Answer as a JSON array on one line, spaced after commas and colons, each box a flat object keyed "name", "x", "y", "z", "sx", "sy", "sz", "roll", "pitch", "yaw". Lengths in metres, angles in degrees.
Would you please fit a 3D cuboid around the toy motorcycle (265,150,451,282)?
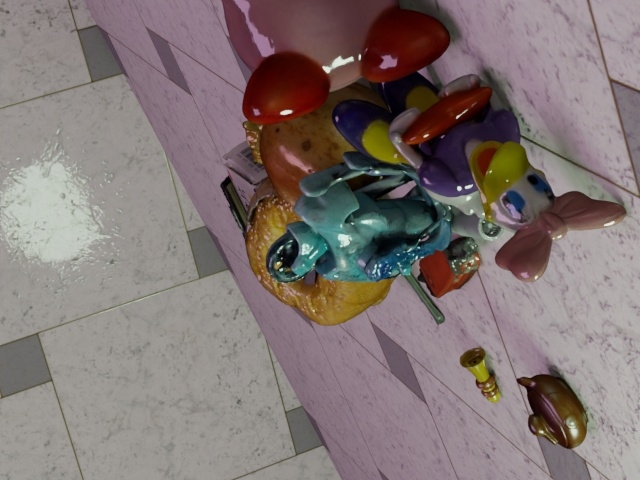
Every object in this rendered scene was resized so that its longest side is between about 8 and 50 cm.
[{"name": "toy motorcycle", "x": 0.057, "y": -0.027, "z": 1.816, "sx": 0.154, "sy": 0.260, "sz": 0.206, "roll": 52, "pitch": 128, "yaw": 39}]

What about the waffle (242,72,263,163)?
[{"name": "waffle", "x": -0.065, "y": -0.218, "z": 2.087, "sx": 0.056, "sy": 0.253, "sz": 0.249, "roll": 10, "pitch": 140, "yaw": 11}]

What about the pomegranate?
[{"name": "pomegranate", "x": 0.019, "y": -0.130, "z": 1.946, "sx": 0.215, "sy": 0.215, "sz": 0.215, "roll": 54, "pitch": 166, "yaw": 20}]

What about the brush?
[{"name": "brush", "x": 0.200, "y": 0.036, "z": 2.028, "sx": 0.070, "sy": 0.051, "sz": 0.323, "roll": 64, "pitch": 171, "yaw": 7}]

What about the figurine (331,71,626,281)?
[{"name": "figurine", "x": 0.176, "y": -0.088, "z": 1.601, "sx": 0.193, "sy": 0.154, "sz": 0.421, "roll": 59, "pitch": 169, "yaw": -26}]

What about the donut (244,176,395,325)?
[{"name": "donut", "x": 0.000, "y": 0.000, "z": 2.297, "sx": 0.299, "sy": 0.150, "sz": 0.317, "roll": 7, "pitch": 129, "yaw": 46}]

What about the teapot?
[{"name": "teapot", "x": 0.332, "y": 0.249, "z": 1.940, "sx": 0.129, "sy": 0.078, "sz": 0.098, "roll": 58, "pitch": 167, "yaw": 2}]

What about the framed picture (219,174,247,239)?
[{"name": "framed picture", "x": -0.112, "y": -0.086, "z": 2.631, "sx": 0.010, "sy": 0.195, "sz": 0.199, "roll": -2, "pitch": 125, "yaw": 36}]

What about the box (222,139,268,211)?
[{"name": "box", "x": -0.042, "y": -0.035, "z": 2.536, "sx": 0.173, "sy": 0.145, "sz": 0.332, "roll": 37, "pitch": 155, "yaw": 59}]

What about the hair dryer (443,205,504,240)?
[{"name": "hair dryer", "x": 0.177, "y": -0.088, "z": 1.847, "sx": 0.183, "sy": 0.044, "sz": 0.155, "roll": 65, "pitch": 164, "yaw": -14}]

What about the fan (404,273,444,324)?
[{"name": "fan", "x": 0.155, "y": 0.068, "z": 2.328, "sx": 0.193, "sy": 0.016, "sz": 0.038, "roll": 55, "pitch": 169, "yaw": 15}]

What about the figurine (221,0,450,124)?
[{"name": "figurine", "x": -0.009, "y": -0.276, "z": 1.690, "sx": 0.211, "sy": 0.270, "sz": 0.261, "roll": 98, "pitch": 148, "yaw": -78}]

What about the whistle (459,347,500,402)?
[{"name": "whistle", "x": 0.266, "y": 0.227, "z": 2.225, "sx": 0.057, "sy": 0.046, "sz": 0.109, "roll": 21, "pitch": 149, "yaw": 46}]
